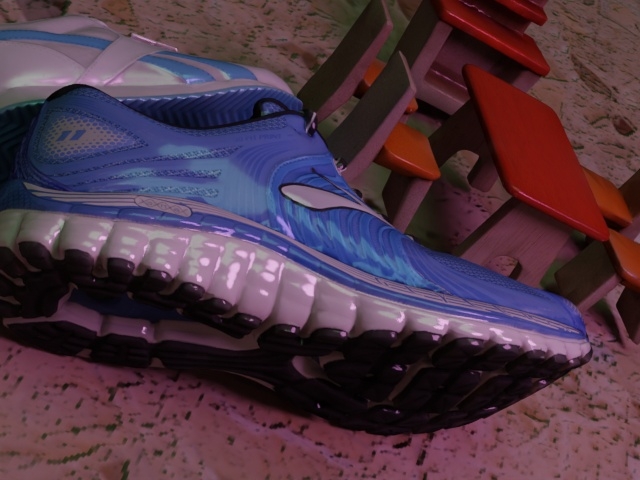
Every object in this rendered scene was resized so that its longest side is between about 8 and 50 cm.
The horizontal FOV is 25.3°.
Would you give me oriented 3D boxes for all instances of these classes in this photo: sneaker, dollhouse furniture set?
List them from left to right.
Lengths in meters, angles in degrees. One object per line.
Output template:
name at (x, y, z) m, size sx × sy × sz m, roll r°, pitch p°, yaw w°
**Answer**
sneaker at (-0.105, -0.083, 0.804) m, size 0.228 × 0.087 × 0.092 m, roll 0°, pitch 44°, yaw -45°
sneaker at (0.000, 0.000, 0.725) m, size 0.330 × 0.130 × 0.147 m, roll 19°, pitch 56°, yaw -24°
dollhouse furniture set at (0.129, -0.090, 0.957) m, size 0.262 × 0.135 × 0.259 m, roll 25°, pitch 30°, yaw -25°
